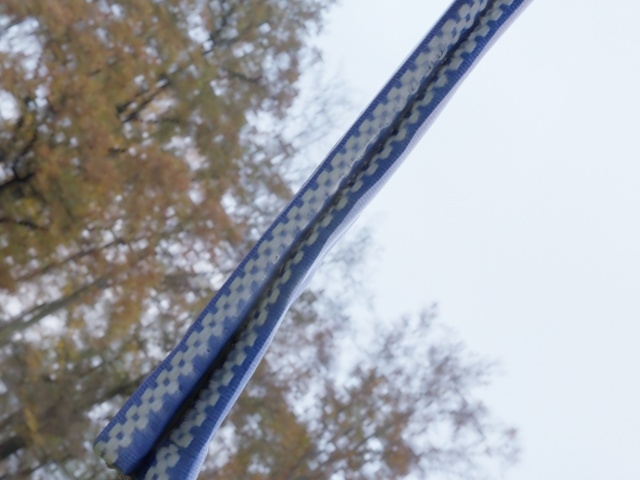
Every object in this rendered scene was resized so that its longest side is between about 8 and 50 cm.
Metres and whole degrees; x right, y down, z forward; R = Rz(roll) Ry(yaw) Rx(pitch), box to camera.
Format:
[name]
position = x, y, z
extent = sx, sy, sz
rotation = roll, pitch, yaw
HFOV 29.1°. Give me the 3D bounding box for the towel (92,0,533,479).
[towel]
position = 0.000, 0.000, 0.506
extent = 0.040, 0.243, 0.336
rotation = 38, -11, -1
